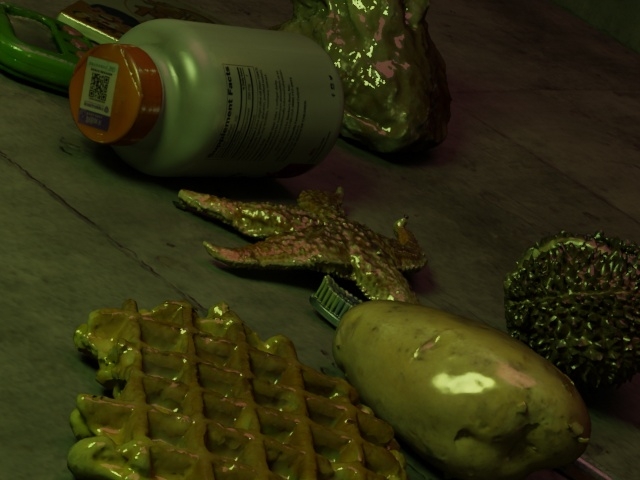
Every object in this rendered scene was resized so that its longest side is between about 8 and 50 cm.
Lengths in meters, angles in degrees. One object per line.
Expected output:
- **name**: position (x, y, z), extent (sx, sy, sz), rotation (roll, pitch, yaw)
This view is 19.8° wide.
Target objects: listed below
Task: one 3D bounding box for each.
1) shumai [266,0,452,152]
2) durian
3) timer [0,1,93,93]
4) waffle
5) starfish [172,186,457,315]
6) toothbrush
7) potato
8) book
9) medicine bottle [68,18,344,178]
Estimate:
- **shumai**: position (0.084, -0.267, 2.266), extent (0.267, 0.262, 0.314), rotation (17, 23, -21)
- **durian**: position (0.271, 0.063, 1.782), extent (0.196, 0.167, 0.196), rotation (-9, 29, 5)
- **timer**: position (-0.299, -0.203, 1.951), extent (0.128, 0.047, 0.140), rotation (17, 21, -27)
- **waffle**: position (-0.068, 0.134, 1.370), extent (0.281, 0.058, 0.301), rotation (27, 20, 5)
- **starfish**: position (0.002, -0.004, 1.798), extent (0.302, 0.060, 0.299), rotation (12, 26, -32)
- **toothbrush**: position (0.146, 0.145, 1.641), extent (0.375, 0.037, 0.028), rotation (34, 24, 14)
- **potato**: position (0.110, 0.127, 1.523), extent (0.235, 0.128, 0.161), rotation (25, 4, 10)
- **book**: position (-0.189, -0.255, 2.257), extent (0.208, 0.020, 0.295), rotation (25, 19, 1)
- **medicine bottle**: position (-0.118, -0.141, 1.852), extent (0.157, 0.157, 0.289), rotation (38, 24, 31)
